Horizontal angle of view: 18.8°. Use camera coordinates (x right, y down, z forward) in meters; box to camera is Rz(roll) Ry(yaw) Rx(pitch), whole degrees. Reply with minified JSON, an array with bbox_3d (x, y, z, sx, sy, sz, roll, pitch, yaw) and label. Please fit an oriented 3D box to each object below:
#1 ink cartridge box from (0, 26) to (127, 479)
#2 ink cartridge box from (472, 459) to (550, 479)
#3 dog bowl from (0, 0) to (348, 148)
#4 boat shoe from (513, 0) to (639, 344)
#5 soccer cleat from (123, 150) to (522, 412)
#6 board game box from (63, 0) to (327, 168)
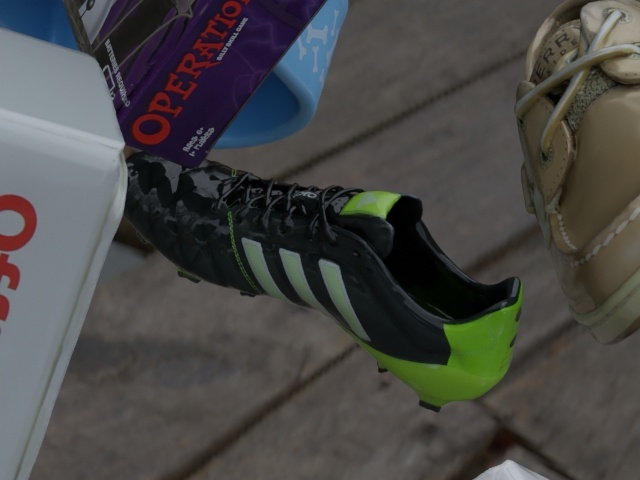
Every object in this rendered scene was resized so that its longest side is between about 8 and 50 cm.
[{"bbox_3d":[-0.169,0.004,0.473,0.208,0.153,0.087,17,19,-17],"label":"ink cartridge box"},{"bbox_3d":[0.049,0.227,0.454,0.283,0.207,0.117,58,10,27],"label":"ink cartridge box"},{"bbox_3d":[-0.092,-0.131,1.057,0.166,0.297,0.074,-4,70,20],"label":"dog bowl"},{"bbox_3d":[0.123,-0.045,0.812,0.098,0.109,0.302,46,17,-6],"label":"boat shoe"},{"bbox_3d":[0.000,0.000,0.768,0.179,0.072,0.060,28,43,10],"label":"soccer cleat"},{"bbox_3d":[-0.053,-0.217,0.773,0.056,0.208,0.347,23,31,-38],"label":"board game box"}]
